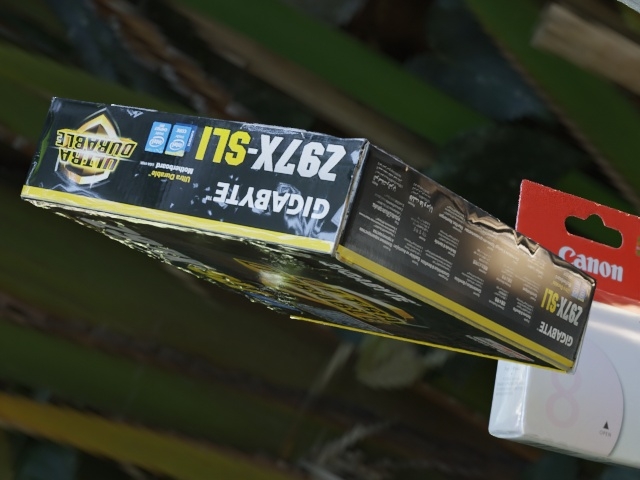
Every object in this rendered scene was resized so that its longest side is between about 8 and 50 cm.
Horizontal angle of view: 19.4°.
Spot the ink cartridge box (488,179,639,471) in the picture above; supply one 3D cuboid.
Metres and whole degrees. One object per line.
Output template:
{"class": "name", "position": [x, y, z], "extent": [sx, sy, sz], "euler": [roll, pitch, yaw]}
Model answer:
{"class": "ink cartridge box", "position": [0.248, 0.078, 1.669], "extent": [0.066, 0.189, 0.232], "euler": [-1, 76, 56]}

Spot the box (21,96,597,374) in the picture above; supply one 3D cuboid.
{"class": "box", "position": [0.000, 0.000, 1.256], "extent": [0.322, 0.257, 0.079], "euler": [27, -102, -54]}

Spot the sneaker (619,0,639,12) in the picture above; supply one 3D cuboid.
{"class": "sneaker", "position": [0.213, -0.177, 1.125], "extent": [0.118, 0.222, 0.083], "euler": [-6, -41, -55]}
